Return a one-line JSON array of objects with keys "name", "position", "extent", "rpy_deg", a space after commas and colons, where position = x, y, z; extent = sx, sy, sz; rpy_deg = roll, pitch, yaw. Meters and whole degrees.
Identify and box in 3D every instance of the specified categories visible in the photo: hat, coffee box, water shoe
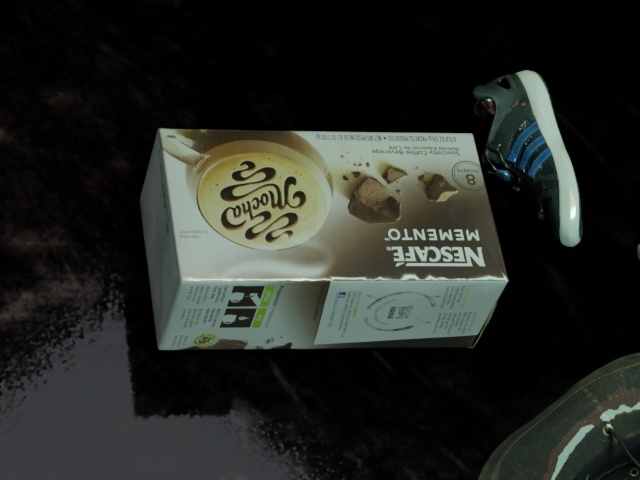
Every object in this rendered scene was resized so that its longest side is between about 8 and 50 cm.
[{"name": "hat", "position": [0.293, 0.261, 1.679], "extent": [0.331, 0.134, 0.331], "rpy_deg": [-3, 59, 4]}, {"name": "coffee box", "position": [0.000, 0.000, 1.781], "extent": [0.297, 0.119, 0.168], "rpy_deg": [1, 55, -16]}, {"name": "water shoe", "position": [0.199, -0.072, 1.933], "extent": [0.080, 0.073, 0.203], "rpy_deg": [-13, 54, 1]}]

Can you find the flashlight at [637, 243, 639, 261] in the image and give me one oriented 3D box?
[{"name": "flashlight", "position": [0.397, 0.116, 1.832], "extent": [0.103, 0.103, 0.304], "rpy_deg": [15, 47, -39]}]
